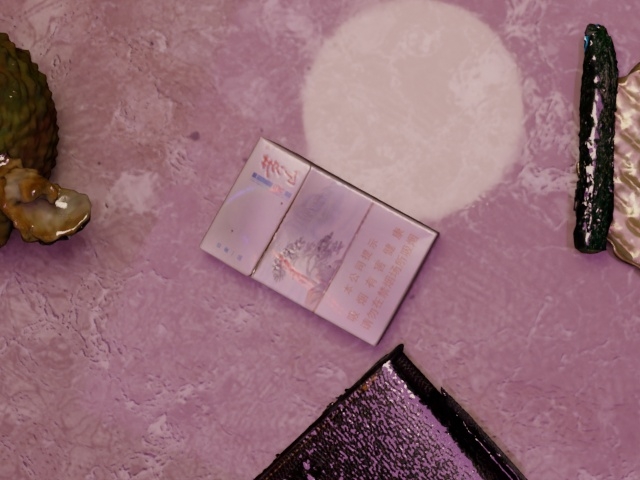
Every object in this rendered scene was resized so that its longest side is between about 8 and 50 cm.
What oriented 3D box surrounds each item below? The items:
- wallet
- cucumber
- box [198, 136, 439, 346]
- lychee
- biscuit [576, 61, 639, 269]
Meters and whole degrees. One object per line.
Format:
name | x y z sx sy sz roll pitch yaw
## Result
wallet | 0.070 0.281 1.385 0.262 0.071 0.221 -44 86 12
cucumber | 0.303 -0.113 1.337 0.044 0.043 0.256 3 87 6
box | -0.001 -0.001 1.393 0.233 0.067 0.149 29 93 7
lychee | -0.415 -0.114 1.351 0.270 0.270 0.320 -26 58 6
biscuit | 0.383 -0.101 1.362 0.187 0.036 0.273 27 93 6
